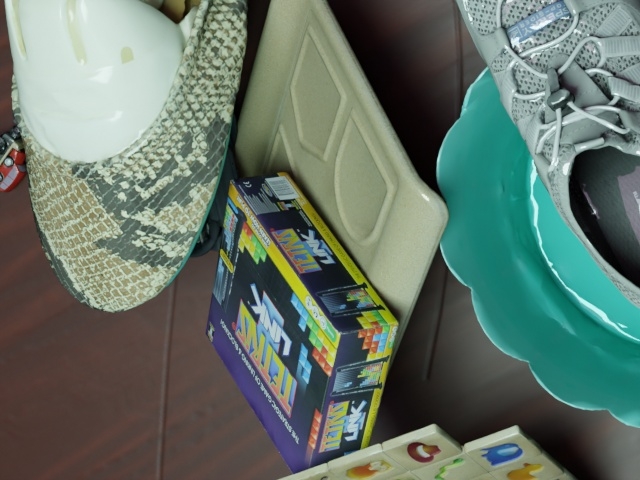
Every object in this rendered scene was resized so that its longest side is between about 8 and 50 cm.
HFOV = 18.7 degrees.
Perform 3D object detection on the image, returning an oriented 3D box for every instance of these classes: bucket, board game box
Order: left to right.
[{"bbox_3d":[-0.017,0.059,1.310,0.170,0.048,0.141,53,142,43],"label":"board game box"},{"bbox_3d":[0.229,-0.028,1.262,0.281,0.183,0.281,2,98,18],"label":"bucket"}]

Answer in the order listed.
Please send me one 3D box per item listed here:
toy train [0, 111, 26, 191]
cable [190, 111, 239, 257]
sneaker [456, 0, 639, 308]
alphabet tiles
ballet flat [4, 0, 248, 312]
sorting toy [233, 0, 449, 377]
[{"bbox_3d":[-0.245,-0.057,1.506,0.036,0.027,0.158,38,107,0],"label":"toy train"},{"bbox_3d":[-0.125,-0.073,1.430,0.150,0.047,0.185,3,116,40],"label":"cable"},{"bbox_3d":[0.162,-0.078,1.119,0.105,0.115,0.281,-34,84,20],"label":"sneaker"},{"bbox_3d":[0.077,0.187,1.331,0.198,0.237,0.009,-22,55,20],"label":"alphabet tiles"},{"bbox_3d":[-0.119,-0.201,1.289,0.164,0.182,0.483,13,81,26],"label":"ballet flat"},{"bbox_3d":[0.000,0.000,1.358,0.229,0.041,0.307,60,148,35],"label":"sorting toy"}]
